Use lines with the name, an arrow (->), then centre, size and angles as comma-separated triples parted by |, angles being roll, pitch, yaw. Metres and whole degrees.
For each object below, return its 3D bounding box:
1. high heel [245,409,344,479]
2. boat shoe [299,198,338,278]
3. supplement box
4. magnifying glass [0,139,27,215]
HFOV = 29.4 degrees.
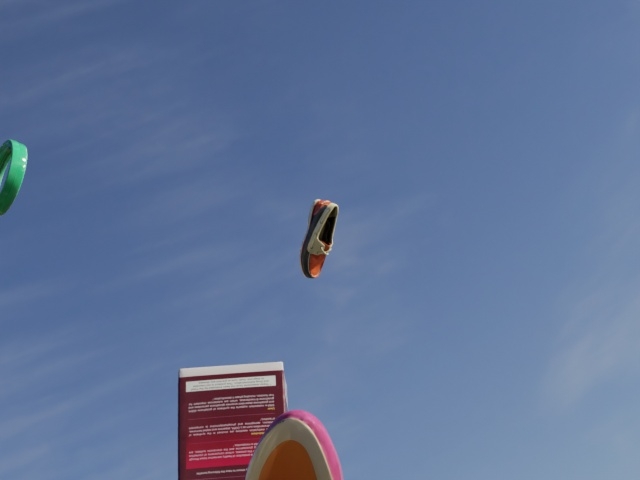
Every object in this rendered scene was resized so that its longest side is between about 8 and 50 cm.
high heel -> 0.001, 0.200, 1.013 | 0.117, 0.082, 0.244 | -57, -31, -44
boat shoe -> 0.000, 0.000, 2.041 | 0.049, 0.043, 0.137 | 3, -80, -50
supplement box -> -0.098, 0.266, 1.421 | 0.130, 0.239, 0.073 | -4, -33, 0
magnifying glass -> -0.411, -0.066, 1.517 | 0.026, 0.092, 0.231 | 19, -17, -29
